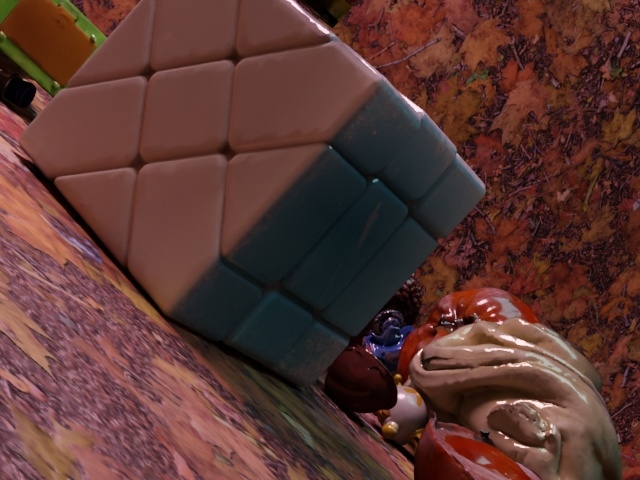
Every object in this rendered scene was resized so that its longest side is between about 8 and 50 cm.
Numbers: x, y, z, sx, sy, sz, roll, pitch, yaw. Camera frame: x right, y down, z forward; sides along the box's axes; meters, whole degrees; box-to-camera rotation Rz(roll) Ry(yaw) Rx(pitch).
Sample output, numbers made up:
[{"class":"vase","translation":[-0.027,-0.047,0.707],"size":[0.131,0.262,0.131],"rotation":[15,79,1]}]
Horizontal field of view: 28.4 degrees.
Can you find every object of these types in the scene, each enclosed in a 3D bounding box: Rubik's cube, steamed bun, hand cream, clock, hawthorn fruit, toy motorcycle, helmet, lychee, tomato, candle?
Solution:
[{"class":"Rubik's cube","translation":[-0.069,-0.079,1.386],"size":[0.319,0.322,0.316],"rotation":[44,3,32]},{"class":"steamed bun","translation":[0.279,0.228,1.755],"size":[0.394,0.237,0.346],"rotation":[29,-26,58]},{"class":"hand cream","translation":[-0.437,-0.227,1.635],"size":[0.163,0.039,0.062],"rotation":[36,3,14]},{"class":"clock","translation":[-0.418,-0.284,1.690],"size":[0.255,0.106,0.220],"rotation":[20,-20,50]},{"class":"hawthorn fruit","translation":[0.263,0.216,2.073],"size":[0.284,0.284,0.284],"rotation":[42,2,-2]},{"class":"toy motorcycle","translation":[0.140,0.203,2.216],"size":[0.205,0.114,0.076],"rotation":[45,9,-34]},{"class":"helmet","translation":[0.038,0.181,1.579],"size":[0.111,0.057,0.089],"rotation":[32,-39,36]},{"class":"lychee","translation":[0.086,0.103,2.296],"size":[0.188,0.188,0.188],"rotation":[42,2,-2]},{"class":"tomato","translation":[0.161,0.272,1.217],"size":[0.199,0.112,0.228],"rotation":[32,8,-29]},{"class":"candle","translation":[0.036,-0.275,1.258],"size":[0.052,0.130,0.052],"rotation":[41,5,-4]}]

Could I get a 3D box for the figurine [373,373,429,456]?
[{"class":"figurine","translation":[0.120,0.249,1.640],"size":[0.101,0.068,0.143],"rotation":[31,26,-41]}]
